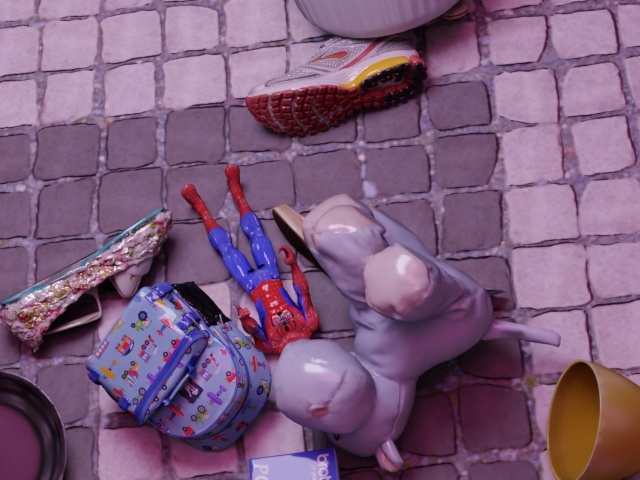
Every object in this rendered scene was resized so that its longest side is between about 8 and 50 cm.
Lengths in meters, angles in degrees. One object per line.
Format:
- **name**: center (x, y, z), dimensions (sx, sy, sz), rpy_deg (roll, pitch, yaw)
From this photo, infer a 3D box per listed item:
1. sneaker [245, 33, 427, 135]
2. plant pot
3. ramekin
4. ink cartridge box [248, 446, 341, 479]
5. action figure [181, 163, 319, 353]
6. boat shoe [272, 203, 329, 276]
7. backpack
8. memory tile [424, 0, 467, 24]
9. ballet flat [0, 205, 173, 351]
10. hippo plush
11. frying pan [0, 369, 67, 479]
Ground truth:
- **sneaker**: center (0.014, -0.200, 1.896), dimensions (0.225, 0.088, 0.093), rpy_deg (-16, 54, -9)
- **plant pot**: center (0.311, 0.200, 1.622), dimensions (0.095, 0.134, 0.134), rpy_deg (11, 62, -14)
- **ramekin**: center (0.071, -0.363, 1.899), dimensions (0.272, 0.127, 0.273), rpy_deg (-11, 38, 8)
- **ink cartridge box**: center (-0.019, 0.327, 1.606), dimensions (0.097, 0.046, 0.207), rpy_deg (-9, 62, 3)
- **action figure**: center (-0.079, 0.023, 1.760), dimensions (0.091, 0.139, 0.280), rpy_deg (-27, 65, -5)
- **boat shoe**: center (0.000, 0.000, 1.808), dimensions (0.135, 0.050, 0.045), rpy_deg (43, 72, 15)
- **backpack**: center (-0.151, 0.149, 1.699), dimensions (0.173, 0.117, 0.158), rpy_deg (43, 101, 16)
- **memory tile**: center (0.127, -0.316, 1.940), dimensions (0.113, 0.012, 0.148), rpy_deg (-9, 38, 4)
- **ballet flat**: center (-0.267, 0.050, 1.812), dimensions (0.241, 0.091, 0.077), rpy_deg (-31, 93, -4)
- **hippo plush**: center (0.051, 0.105, 1.676), dimensions (0.236, 0.294, 0.234), rpy_deg (-56, 45, 8)
- **frying pan**: center (-0.324, 0.271, 1.708), dimensions (0.326, 0.053, 0.197), rpy_deg (26, 75, 10)
